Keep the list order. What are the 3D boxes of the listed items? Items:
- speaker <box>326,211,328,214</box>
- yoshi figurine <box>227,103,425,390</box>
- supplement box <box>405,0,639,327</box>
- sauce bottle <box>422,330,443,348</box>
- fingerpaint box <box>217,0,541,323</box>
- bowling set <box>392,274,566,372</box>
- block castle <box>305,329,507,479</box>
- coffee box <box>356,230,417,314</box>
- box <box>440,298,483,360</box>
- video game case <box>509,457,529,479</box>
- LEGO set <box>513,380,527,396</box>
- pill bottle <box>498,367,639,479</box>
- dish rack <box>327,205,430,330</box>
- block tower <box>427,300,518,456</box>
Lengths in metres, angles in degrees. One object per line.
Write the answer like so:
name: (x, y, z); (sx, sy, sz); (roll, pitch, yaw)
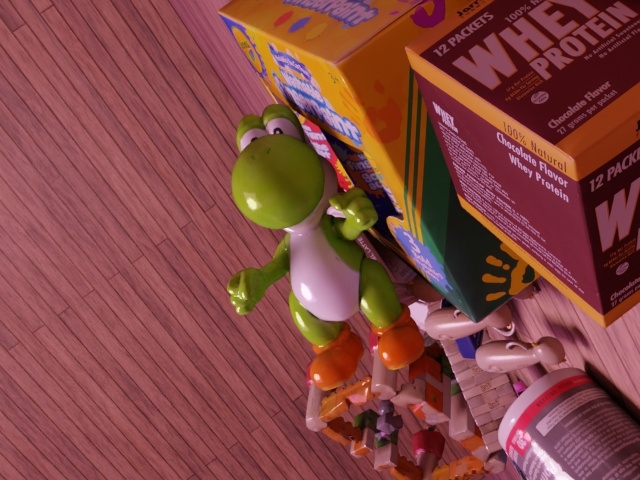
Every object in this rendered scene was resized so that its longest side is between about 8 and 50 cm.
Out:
speaker: (0.099, 0.038, 2.284); (0.296, 0.131, 0.131); (51, 174, 37)
yoshi figurine: (-0.014, 0.011, 0.927); (0.203, 0.203, 0.362); (-7, 111, 63)
supplement box: (0.192, -0.077, 0.579); (0.191, 0.129, 0.194); (50, 174, 45)
sauce bottle: (0.380, 0.361, 1.899); (0.344, 0.111, 0.111); (55, 175, -18)
fingerpaint box: (0.074, -0.154, 0.970); (0.371, 0.163, 0.445); (57, 174, -32)
bowling set: (0.230, 0.057, 1.100); (0.286, 0.200, 0.154); (27, 153, -25)
block castle: (0.210, 0.389, 1.759); (0.453, 0.303, 0.213); (37, -140, -23)
coffee box: (0.116, 0.005, 1.302); (0.141, 0.098, 0.246); (54, -146, 1)
box: (0.246, 0.103, 1.266); (0.036, 0.137, 0.225); (2, 154, 24)
video game case: (0.403, 0.424, 1.565); (0.190, 0.022, 0.173); (-111, -1, -59)
LEGO set: (0.422, 0.319, 1.337); (0.227, 0.087, 0.093); (60, -170, -26)
pill bottle: (0.415, 0.345, 1.056); (0.318, 0.176, 0.176); (50, 173, 43)
dish rack: (0.146, 0.059, 1.584); (0.285, 0.072, 0.333); (16, 139, 48)
block tower: (0.296, 0.236, 1.404); (0.097, 0.090, 0.336); (43, -156, -70)
